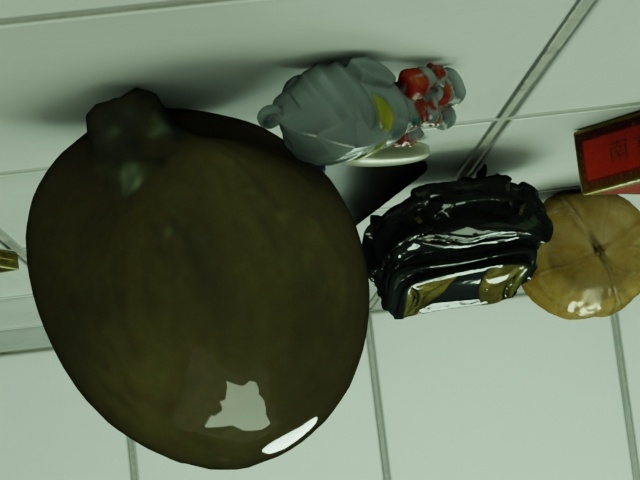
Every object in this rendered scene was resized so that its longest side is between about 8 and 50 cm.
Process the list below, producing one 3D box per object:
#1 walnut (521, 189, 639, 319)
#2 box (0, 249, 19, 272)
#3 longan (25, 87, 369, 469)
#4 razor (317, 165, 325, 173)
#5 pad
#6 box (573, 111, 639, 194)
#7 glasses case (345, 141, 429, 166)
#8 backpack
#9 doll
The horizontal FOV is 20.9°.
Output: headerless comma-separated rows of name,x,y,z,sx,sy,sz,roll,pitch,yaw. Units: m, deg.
walnut,0.313,0.017,2.068,0.165,0.165,0.197,-7,173,5
box,-0.425,0.030,2.006,0.133,0.023,0.090,-8,172,14
longan,-0.089,0.021,1.286,0.243,0.300,0.300,-33,-174,-27
razor,-0.012,-0.003,1.718,0.056,0.093,0.324,14,159,9
pad,-0.078,-0.025,1.751,0.250,0.055,0.323,-1,171,-44
box,0.380,-0.087,1.649,0.240,0.074,0.153,-1,167,-35
glasses case,0.059,-0.079,1.581,0.083,0.021,0.032,-4,173,-22
backpack,0.140,-0.006,1.789,0.206,0.133,0.258,-14,170,-6
doll,0.033,-0.095,1.248,0.180,0.079,0.094,-9,137,-37
